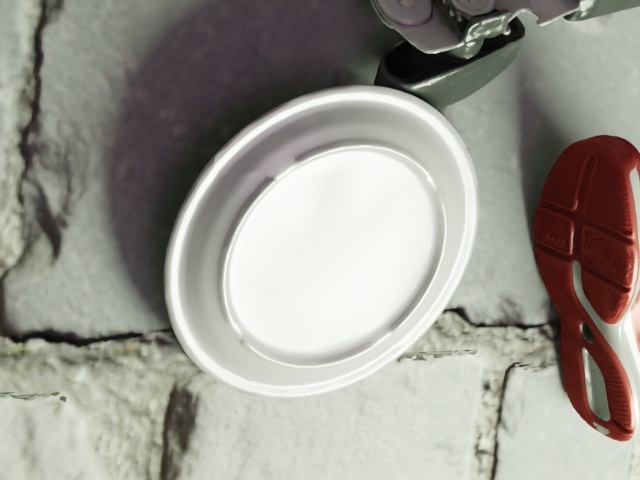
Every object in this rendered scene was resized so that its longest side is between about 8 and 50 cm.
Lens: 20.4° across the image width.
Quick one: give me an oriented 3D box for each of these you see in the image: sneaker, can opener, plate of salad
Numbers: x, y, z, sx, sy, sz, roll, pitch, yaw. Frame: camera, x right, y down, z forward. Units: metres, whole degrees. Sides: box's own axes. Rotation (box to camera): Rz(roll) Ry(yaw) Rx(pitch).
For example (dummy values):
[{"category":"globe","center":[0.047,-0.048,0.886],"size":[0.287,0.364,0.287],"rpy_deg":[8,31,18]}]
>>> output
[{"category":"sneaker","center":[0.212,0.011,1.144],"size":[0.128,0.087,0.221],"rpy_deg":[-30,132,-29]},{"category":"can opener","center":[0.147,-0.155,1.053],"size":[0.280,0.074,0.093],"rpy_deg":[-19,150,-23]},{"category":"plate of salad","center":[0.000,0.000,1.020],"size":[0.200,0.048,0.199],"rpy_deg":[-13,123,-22]}]
